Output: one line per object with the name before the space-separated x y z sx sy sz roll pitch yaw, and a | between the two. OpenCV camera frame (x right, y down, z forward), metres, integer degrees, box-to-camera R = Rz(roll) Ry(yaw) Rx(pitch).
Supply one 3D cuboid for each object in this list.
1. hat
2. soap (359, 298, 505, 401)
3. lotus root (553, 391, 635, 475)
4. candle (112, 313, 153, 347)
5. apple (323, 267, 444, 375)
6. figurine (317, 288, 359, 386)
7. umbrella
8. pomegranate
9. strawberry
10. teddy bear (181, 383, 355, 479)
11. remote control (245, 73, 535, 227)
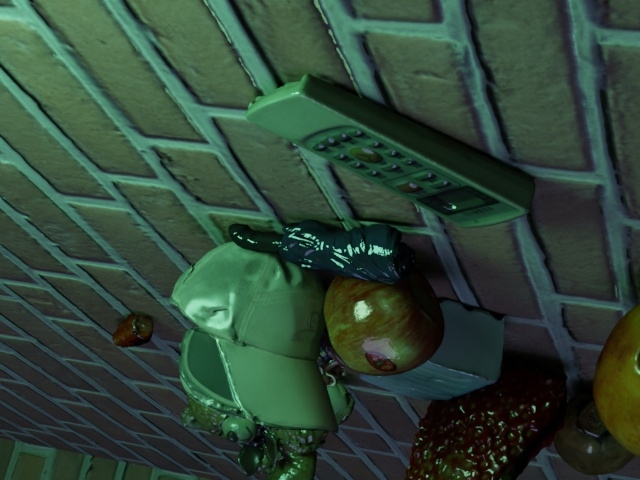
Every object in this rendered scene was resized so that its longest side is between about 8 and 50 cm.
hat | -0.060 0.120 1.804 0.232 0.275 0.161 11 135 -47
soap | 0.151 0.150 1.981 0.145 0.091 0.230 17 163 -9
lotus root | 0.406 0.287 2.165 0.125 0.118 0.221 25 164 22
candle | -0.307 0.148 2.404 0.053 0.048 0.162 53 154 -5
apple | 0.072 0.092 1.777 0.131 0.146 0.146 -30 141 23
figurine | 0.011 0.147 1.981 0.114 0.126 0.157 -13 144 -39
umbrella | 0.001 0.007 1.724 0.248 0.071 0.071 5 160 36
pomegranate | 0.404 0.159 1.640 0.209 0.209 0.209 13 162 4
strawberry | 0.202 0.278 2.052 0.138 0.306 0.233 52 146 -13
teddy bear | -0.097 0.282 2.458 0.256 0.156 0.267 19 122 -16
remote control | 0.067 -0.082 1.435 0.285 0.038 0.123 24 160 -27
